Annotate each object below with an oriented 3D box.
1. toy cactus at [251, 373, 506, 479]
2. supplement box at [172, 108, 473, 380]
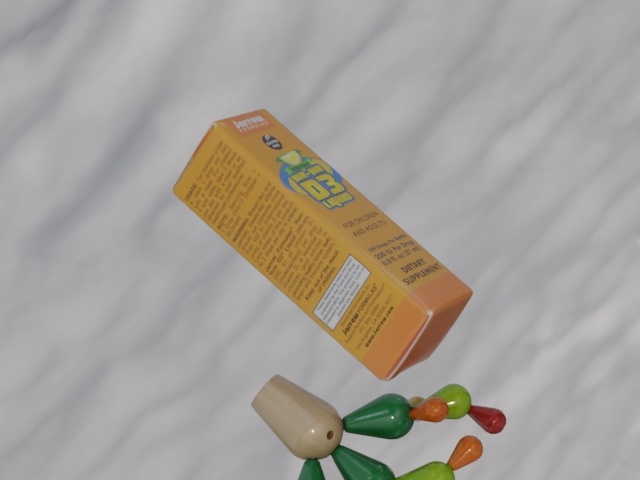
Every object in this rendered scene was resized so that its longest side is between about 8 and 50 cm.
[{"bbox_3d":[0.026,0.175,1.538,0.219,0.180,0.112,-48,171,-11],"label":"toy cactus"},{"bbox_3d":[0.000,0.000,1.498,0.078,0.233,0.080,-24,149,-57],"label":"supplement box"}]
